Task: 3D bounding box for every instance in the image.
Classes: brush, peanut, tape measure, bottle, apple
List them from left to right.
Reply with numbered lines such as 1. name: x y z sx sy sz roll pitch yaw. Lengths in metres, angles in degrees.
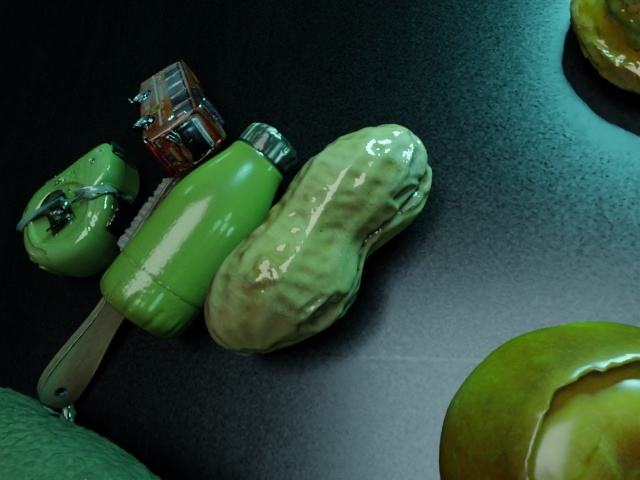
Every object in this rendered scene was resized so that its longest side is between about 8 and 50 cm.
1. tape measure: -0.322 -0.028 0.704 0.177 0.087 0.154 -33 60 8
2. brush: -0.245 0.051 0.656 0.065 0.070 0.327 22 79 47
3. bottle: -0.128 -0.018 0.605 0.112 0.112 0.260 33 80 30
4. peanut: 0.000 0.000 0.538 0.130 0.130 0.290 36 86 31
5. apple: 0.185 0.166 0.335 0.237 0.207 0.237 -11 60 19

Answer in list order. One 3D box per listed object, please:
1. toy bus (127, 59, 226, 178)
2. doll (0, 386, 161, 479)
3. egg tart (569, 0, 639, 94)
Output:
1. toy bus: -0.186 -0.162 0.677 0.096 0.073 0.235 -36 37 2
2. doll: -0.281 0.267 0.467 0.350 0.247 0.247 25 79 34
3. egg tart: 0.390 -0.251 0.500 0.288 0.118 0.288 -6 67 15
